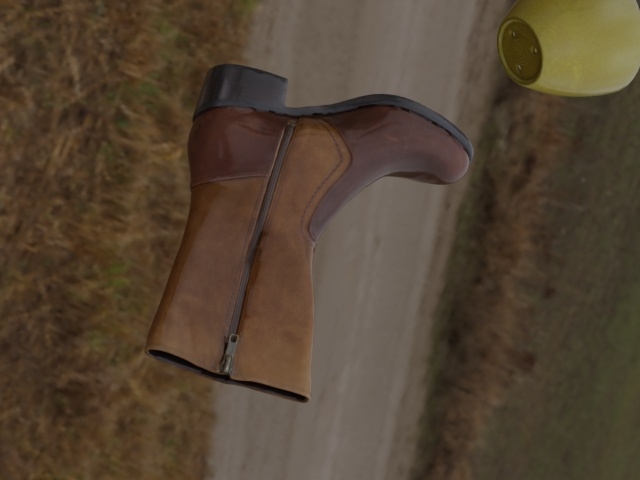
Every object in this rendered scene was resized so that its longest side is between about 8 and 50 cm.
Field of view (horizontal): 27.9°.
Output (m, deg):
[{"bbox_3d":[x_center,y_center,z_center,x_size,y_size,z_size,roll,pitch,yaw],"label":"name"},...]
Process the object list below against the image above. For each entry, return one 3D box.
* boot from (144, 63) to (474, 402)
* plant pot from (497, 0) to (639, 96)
[{"bbox_3d":[0.000,0.000,1.117,0.096,0.264,0.281,136,-35,-59],"label":"boot"},{"bbox_3d":[0.225,-0.193,1.227,0.095,0.134,0.134,-20,135,-26],"label":"plant pot"}]
